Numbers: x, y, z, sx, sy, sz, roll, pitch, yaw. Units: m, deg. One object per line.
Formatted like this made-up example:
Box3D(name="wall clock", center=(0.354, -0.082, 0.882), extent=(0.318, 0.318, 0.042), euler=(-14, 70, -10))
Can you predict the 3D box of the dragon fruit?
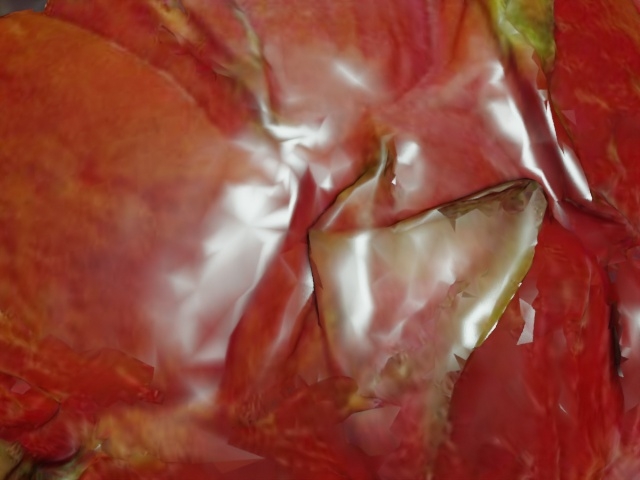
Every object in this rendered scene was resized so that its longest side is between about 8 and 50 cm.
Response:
Box3D(name="dragon fruit", center=(0.000, 0.000, 0.597), extent=(0.342, 0.277, 0.277), euler=(-8, 64, -1))
